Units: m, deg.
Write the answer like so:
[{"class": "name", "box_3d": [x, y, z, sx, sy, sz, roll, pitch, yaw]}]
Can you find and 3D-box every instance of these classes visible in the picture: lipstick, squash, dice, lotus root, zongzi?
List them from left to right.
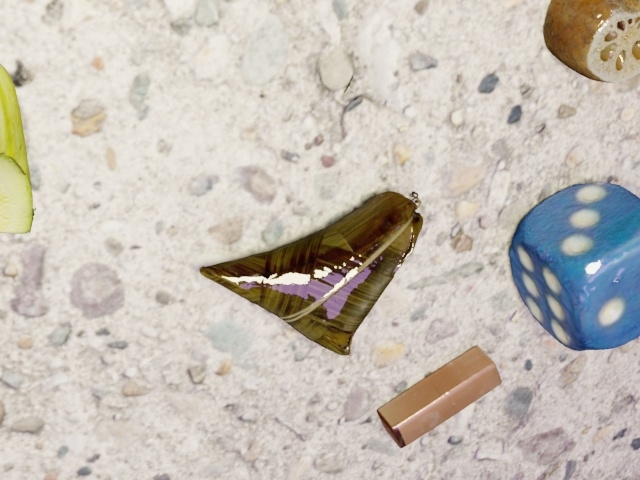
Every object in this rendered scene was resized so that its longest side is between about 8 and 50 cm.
[{"class": "squash", "box_3d": [-0.279, -0.086, 0.943, 0.090, 0.075, 0.200, 4, 118, -2]}, {"class": "zongzi", "box_3d": [0.000, 0.000, 1.163, 0.184, 0.084, 0.187, 32, 93, -29]}, {"class": "lipstick", "box_3d": [0.141, 0.185, 1.374, 0.145, 0.045, 0.045, -32, 127, -8]}, {"class": "dice", "box_3d": [0.308, 0.030, 1.308, 0.146, 0.146, 0.143, -29, 127, -11]}, {"class": "lotus root", "box_3d": [0.296, -0.217, 1.196, 0.122, 0.081, 0.112, -13, 132, -23]}]
